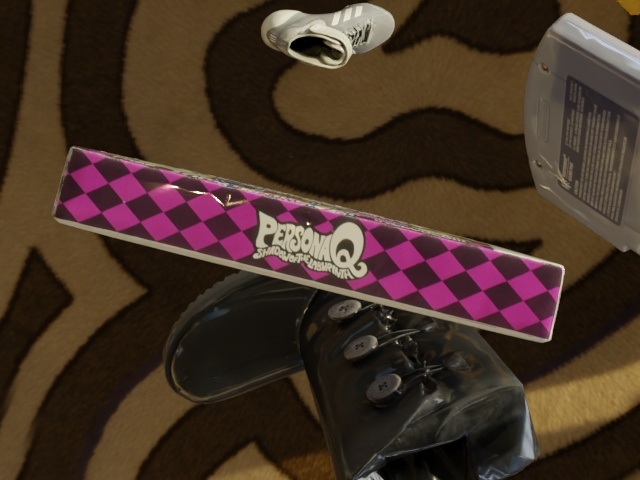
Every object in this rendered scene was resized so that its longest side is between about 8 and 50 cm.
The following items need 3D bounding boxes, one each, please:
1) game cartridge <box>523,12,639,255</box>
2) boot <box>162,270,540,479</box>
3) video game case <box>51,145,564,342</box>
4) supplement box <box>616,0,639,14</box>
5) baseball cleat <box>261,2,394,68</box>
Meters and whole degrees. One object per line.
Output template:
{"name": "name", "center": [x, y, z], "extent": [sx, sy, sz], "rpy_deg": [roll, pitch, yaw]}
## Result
{"name": "game cartridge", "center": [0.322, -0.119, 1.141], "extent": [0.196, 0.294, 0.060], "rpy_deg": [36, 68, 28]}
{"name": "boot", "center": [0.002, 0.173, 1.141], "extent": [0.367, 0.445, 0.146], "rpy_deg": [-35, 122, 2]}
{"name": "video game case", "center": [0.000, 0.000, 0.542], "extent": [0.232, 0.210, 0.041], "rpy_deg": [14, 91, 4]}
{"name": "supplement box", "center": [0.245, -0.240, 0.523], "extent": [0.194, 0.129, 0.191], "rpy_deg": [8, 79, 45]}
{"name": "baseball cleat", "center": [0.027, -0.251, 1.253], "extent": [0.206, 0.109, 0.072], "rpy_deg": [-13, 131, -32]}
